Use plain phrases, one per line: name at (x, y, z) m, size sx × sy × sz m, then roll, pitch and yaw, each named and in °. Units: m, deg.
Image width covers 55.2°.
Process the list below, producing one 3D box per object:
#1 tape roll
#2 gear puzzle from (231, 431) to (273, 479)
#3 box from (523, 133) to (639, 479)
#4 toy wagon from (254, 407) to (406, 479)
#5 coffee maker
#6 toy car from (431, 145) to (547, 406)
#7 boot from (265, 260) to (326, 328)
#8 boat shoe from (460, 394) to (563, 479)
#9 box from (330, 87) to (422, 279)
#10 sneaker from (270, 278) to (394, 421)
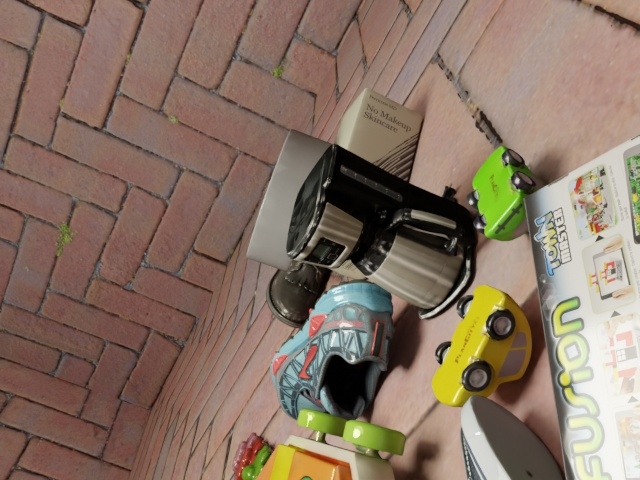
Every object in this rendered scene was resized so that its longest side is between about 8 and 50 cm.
tape roll at (-0.050, -0.064, 0.981) m, size 0.219 × 0.072 × 0.219 m, roll -160°, pitch 90°, yaw -87°
gear puzzle at (-0.119, 0.381, 0.894) m, size 0.339 × 0.044 × 0.175 m, roll 140°, pitch 152°, yaw -74°
box at (0.167, 0.049, 0.302) m, size 0.114 × 0.036 × 0.207 m, roll -36°, pitch 46°, yaw 52°
toy wagon at (0.006, 0.289, 0.524) m, size 0.344 × 0.068 × 0.267 m, roll -25°, pitch 48°, yaw 65°
coffee maker at (0.062, -0.019, 0.664) m, size 0.120 × 0.178 × 0.171 m, roll -59°, pitch 15°, yaw 24°
toy car at (0.168, -0.002, 0.492) m, size 0.239 × 0.053 × 0.225 m, roll -56°, pitch 16°, yaw 34°
boot at (0.000, 0.000, 1.070) m, size 0.229 × 0.091 × 0.263 m, roll -56°, pitch 14°, yaw 37°
boat shoe at (0.110, 0.178, 0.372) m, size 0.083 × 0.065 × 0.183 m, roll -59°, pitch 16°, yaw 19°
box at (0.065, -0.087, 0.927) m, size 0.094 × 0.113 × 0.275 m, roll -45°, pitch 26°, yaw 59°
sneaker at (0.006, 0.164, 0.728) m, size 0.262 × 0.104 × 0.125 m, roll 115°, pitch 159°, yaw -43°
